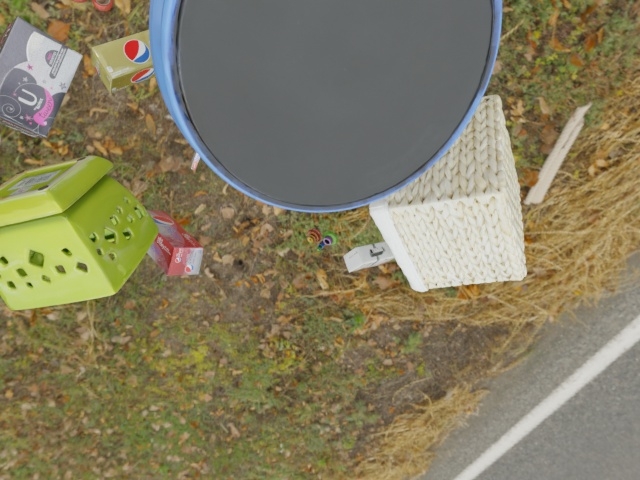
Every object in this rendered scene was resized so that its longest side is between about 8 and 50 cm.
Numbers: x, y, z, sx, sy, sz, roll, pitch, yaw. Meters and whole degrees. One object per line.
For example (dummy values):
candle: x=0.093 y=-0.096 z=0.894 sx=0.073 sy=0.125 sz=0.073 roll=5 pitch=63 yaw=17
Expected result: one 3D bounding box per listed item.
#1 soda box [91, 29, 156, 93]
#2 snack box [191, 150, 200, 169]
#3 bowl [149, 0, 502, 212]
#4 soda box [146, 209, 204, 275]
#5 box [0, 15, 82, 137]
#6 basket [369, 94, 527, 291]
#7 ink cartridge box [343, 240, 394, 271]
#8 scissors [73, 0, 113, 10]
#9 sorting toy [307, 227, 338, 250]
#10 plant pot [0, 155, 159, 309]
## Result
soda box: x=-0.299 y=-0.326 z=0.747 sx=0.181 sy=0.061 sz=0.058 roll=-36 pitch=101 yaw=-27
snack box: x=-0.509 y=-0.386 z=1.787 sx=0.022 sy=0.064 sz=0.178 roll=13 pitch=126 yaw=-27
bowl: x=0.019 y=-0.200 z=0.476 sx=0.391 sy=0.077 sz=0.391 roll=-10 pitch=130 yaw=-12
soda box: x=-0.427 y=0.000 z=1.172 sx=0.092 sy=0.263 sz=0.083 roll=2 pitch=113 yaw=-47
box: x=-0.764 y=-0.414 z=1.111 sx=0.163 sy=0.142 sz=0.247 roll=26 pitch=81 yaw=-45
basket: x=0.303 y=-0.104 z=0.980 sx=0.267 sy=0.328 sz=0.331 roll=-8 pitch=139 yaw=29
ink cartridge box: x=0.154 y=0.048 z=1.311 sx=0.135 sy=0.056 sz=0.099 roll=-11 pitch=165 yaw=-27
scissors: x=-0.593 y=-0.703 z=1.067 sx=0.109 sy=0.297 sz=0.021 roll=-7 pitch=163 yaw=-29
sorting toy: x=0.000 y=0.000 z=1.301 sx=0.102 sy=0.042 sz=0.061 roll=14 pitch=132 yaw=26
plant pot: x=-0.484 y=-0.027 z=0.806 sx=0.228 sy=0.227 sz=0.207 roll=-11 pitch=122 yaw=9
